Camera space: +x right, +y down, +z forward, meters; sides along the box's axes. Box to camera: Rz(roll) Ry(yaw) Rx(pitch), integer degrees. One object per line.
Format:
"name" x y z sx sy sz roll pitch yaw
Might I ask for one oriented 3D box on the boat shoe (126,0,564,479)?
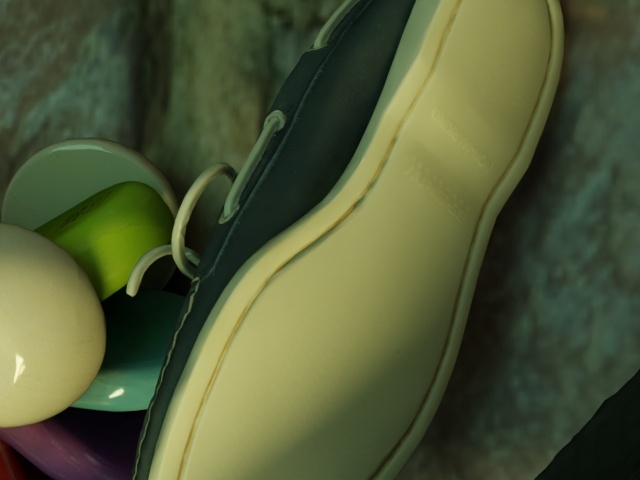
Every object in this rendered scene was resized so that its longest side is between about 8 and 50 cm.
"boat shoe" 0.000 0.000 0.581 0.079 0.095 0.254 -2 57 49

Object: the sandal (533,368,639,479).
"sandal" -0.012 0.157 0.509 0.107 0.167 0.446 44 85 -5

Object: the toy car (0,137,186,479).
"toy car" -0.112 0.057 0.657 0.182 0.159 0.136 -37 99 21
